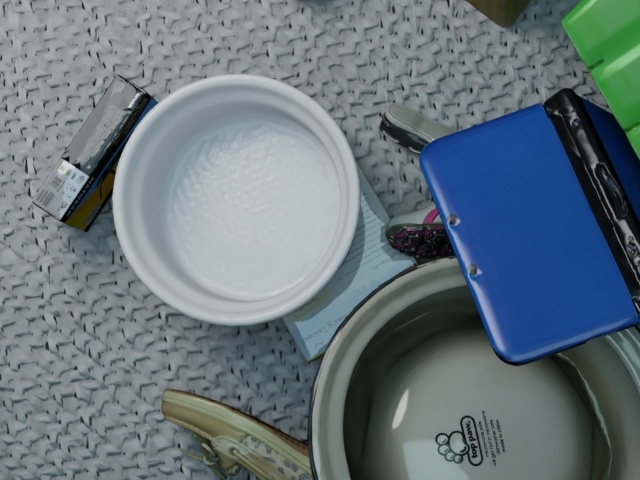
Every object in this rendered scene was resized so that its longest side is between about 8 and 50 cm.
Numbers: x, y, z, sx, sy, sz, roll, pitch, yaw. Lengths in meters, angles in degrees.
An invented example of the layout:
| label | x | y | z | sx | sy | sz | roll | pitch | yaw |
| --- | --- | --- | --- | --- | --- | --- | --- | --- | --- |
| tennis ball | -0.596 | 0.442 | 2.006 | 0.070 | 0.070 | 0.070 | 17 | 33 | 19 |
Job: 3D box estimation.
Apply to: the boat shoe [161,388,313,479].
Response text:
| label | x | y | z | sx | sy | sz | roll | pitch | yaw |
| --- | --- | --- | --- | --- | --- | --- | --- | --- | --- |
| boat shoe | -0.066 | 0.260 | 1.831 | 0.285 | 0.104 | 0.089 | 27 | 85 | 6 |

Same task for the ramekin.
| label | x | y | z | sx | sy | sz | roll | pitch | yaw |
| --- | --- | --- | --- | --- | --- | --- | --- | --- | --- |
| ramekin | -0.085 | -0.041 | 1.795 | 0.277 | 0.135 | 0.277 | -1 | 86 | 8 |

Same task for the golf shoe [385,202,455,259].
| label | x | y | z | sx | sy | sz | roll | pitch | yaw |
| --- | --- | --- | --- | --- | --- | --- | --- | --- | --- |
| golf shoe | 0.160 | -0.029 | 1.847 | 0.186 | 0.067 | 0.086 | -7 | 58 | -16 |

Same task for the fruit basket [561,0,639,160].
| label | x | y | z | sx | sy | sz | roll | pitch | yaw |
| --- | --- | --- | --- | --- | --- | --- | --- | --- | --- |
| fruit basket | 0.508 | -0.211 | 1.759 | 0.392 | 0.283 | 0.392 | 2 | 94 | 20 |

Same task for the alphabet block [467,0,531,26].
| label | x | y | z | sx | sy | sz | roll | pitch | yaw |
| --- | --- | --- | --- | --- | --- | --- | --- | --- | --- |
| alphabet block | 0.198 | -0.387 | 1.817 | 0.193 | 0.197 | 0.192 | 37 | 89 | 7 |

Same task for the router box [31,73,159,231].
| label | x | y | z | sx | sy | sz | roll | pitch | yaw |
| --- | --- | --- | --- | --- | --- | --- | --- | --- | --- |
| router box | -0.257 | -0.100 | 1.863 | 0.046 | 0.133 | 0.179 | 34 | 89 | 7 |

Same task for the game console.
| label | x | y | z | sx | sy | sz | roll | pitch | yaw |
| --- | --- | --- | --- | --- | --- | --- | --- | --- | --- |
| game console | 0.282 | -0.001 | 1.752 | 0.173 | 0.250 | 0.293 | -35 | 57 | 27 |

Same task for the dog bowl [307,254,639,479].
| label | x | y | z | sx | sy | sz | roll | pitch | yaw |
| --- | --- | --- | --- | --- | --- | --- | --- | --- | --- |
| dog bowl | 0.179 | 0.226 | 1.747 | 0.408 | 0.150 | 0.408 | 2 | 75 | -8 |

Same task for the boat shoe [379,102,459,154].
| label | x | y | z | sx | sy | sz | roll | pitch | yaw |
| --- | --- | --- | --- | --- | --- | --- | --- | --- | --- |
| boat shoe | 0.128 | -0.117 | 1.880 | 0.125 | 0.038 | 0.046 | 27 | 46 | 1 |

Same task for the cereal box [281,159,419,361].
| label | x | y | z | sx | sy | sz | roll | pitch | yaw |
| --- | --- | --- | --- | --- | --- | --- | --- | --- | --- |
| cereal box | 0.000 | 0.000 | 1.876 | 0.173 | 0.047 | 0.240 | -30 | 84 | 2 |
